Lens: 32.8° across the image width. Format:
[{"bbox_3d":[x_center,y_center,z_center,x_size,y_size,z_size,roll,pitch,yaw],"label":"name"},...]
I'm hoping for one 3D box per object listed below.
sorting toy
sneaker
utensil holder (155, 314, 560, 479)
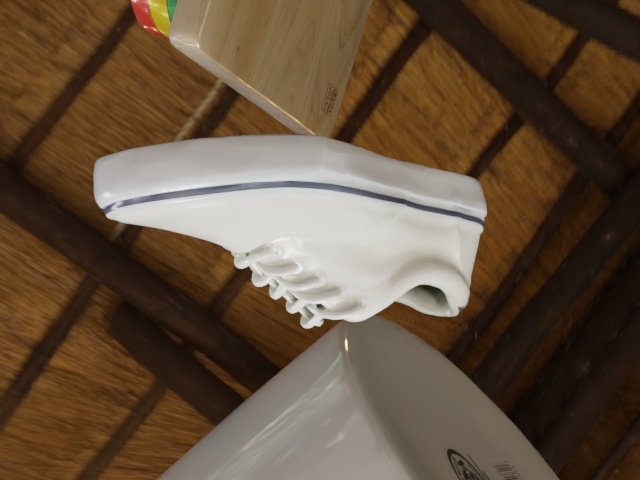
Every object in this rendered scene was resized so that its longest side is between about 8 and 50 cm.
[{"bbox_3d":[-0.036,-0.232,0.804,0.089,0.255,0.257,16,-93,21],"label":"sorting toy"},{"bbox_3d":[0.000,0.000,0.582,0.094,0.258,0.091,-12,-103,50],"label":"sneaker"},{"bbox_3d":[-0.015,0.288,0.796,0.385,0.327,0.328,-44,-108,15],"label":"utensil holder"}]
